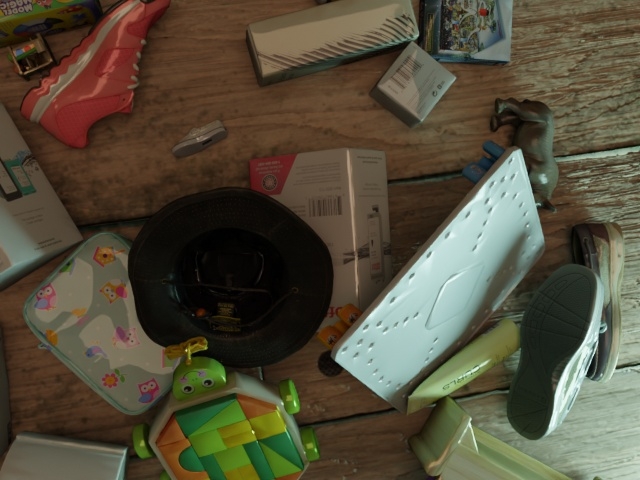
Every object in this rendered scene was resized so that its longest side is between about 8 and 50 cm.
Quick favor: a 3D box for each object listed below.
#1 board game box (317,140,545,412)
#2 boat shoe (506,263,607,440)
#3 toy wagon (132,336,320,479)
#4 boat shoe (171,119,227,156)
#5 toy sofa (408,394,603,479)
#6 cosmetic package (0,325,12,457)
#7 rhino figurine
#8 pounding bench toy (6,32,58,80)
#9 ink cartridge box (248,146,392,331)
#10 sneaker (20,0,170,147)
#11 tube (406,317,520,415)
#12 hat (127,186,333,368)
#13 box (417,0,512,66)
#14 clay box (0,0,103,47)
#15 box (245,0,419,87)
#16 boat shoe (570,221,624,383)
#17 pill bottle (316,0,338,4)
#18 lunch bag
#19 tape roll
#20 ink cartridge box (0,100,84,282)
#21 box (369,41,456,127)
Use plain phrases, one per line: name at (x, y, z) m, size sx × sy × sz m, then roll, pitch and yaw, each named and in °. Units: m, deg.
board game box at (0.195, 0.075, 1.245) m, size 0.050 × 0.390 × 0.390 m, roll 39°, pitch 85°, yaw 30°
boat shoe at (0.411, 0.189, 1.351) m, size 0.103 × 0.118 × 0.320 m, roll -6°, pitch 112°, yaw -43°
toy wagon at (-0.160, 0.301, 1.258) m, size 0.267 × 0.068 × 0.344 m, roll -18°, pitch 124°, yaw 2°
boat shoe at (-0.210, -0.177, 1.348) m, size 0.100 × 0.035 × 0.035 m, roll -27°, pitch 66°, yaw -2°
toy sofa at (0.328, 0.430, 1.352) m, size 0.363 × 0.150 × 0.177 m, roll 29°, pitch 92°, yaw -6°
cosmetic package at (-0.697, 0.257, 1.223) m, size 0.385 × 0.156 × 0.217 m, roll -6°, pitch 97°, yaw -5°
rhino figurine at (0.367, -0.133, 1.393) m, size 0.106 × 0.073 × 0.243 m, roll -6°, pitch 92°, yaw -4°
pounding bench toy at (-0.476, -0.301, 1.287) m, size 0.065 × 0.083 × 0.052 m, roll -25°, pitch 93°, yaw -7°
ink cartridge box at (0.000, 0.000, 1.281) m, size 0.207 × 0.117 × 0.282 m, roll -2°, pitch 92°, yaw 35°
sneaker at (-0.342, -0.282, 1.305) m, size 0.314 × 0.116 × 0.136 m, roll -45°, pitch 105°, yaw 2°
tube at (0.246, 0.223, 1.367) m, size 0.240 × 0.062 × 0.070 m, roll -31°, pitch 110°, yaw -15°
hat at (-0.130, 0.036, 1.198) m, size 0.331 × 0.134 × 0.331 m, roll 0°, pitch 126°, yaw 0°
box at (0.257, -0.432, 1.392) m, size 0.159 × 0.044 × 0.233 m, roll 3°, pitch 90°, yaw -7°
clay box at (-0.469, -0.363, 1.266) m, size 0.222 × 0.127 × 0.053 m, roll -17°, pitch 92°, yaw -6°
box at (0.017, -0.344, 1.333) m, size 0.275 × 0.113 × 0.094 m, roll -17°, pitch 93°, yaw -5°
boat shoe at (0.478, 0.107, 1.397) m, size 0.092 × 0.103 × 0.285 m, roll 4°, pitch 89°, yaw 1°
pill bottle at (0.076, -0.467, 1.342) m, size 0.184 × 0.103 × 0.103 m, roll -12°, pitch 92°, yaw -6°
lunch bag at (-0.333, 0.134, 1.294) m, size 0.224 × 0.108 × 0.279 m, roll -45°, pitch 95°, yaw -4°
tape roll at (-0.404, 0.428, 1.218) m, size 0.169 × 0.246 × 0.246 m, roll 10°, pitch 89°, yaw -7°
ink cartridge box at (-0.547, -0.054, 1.198) m, size 0.198 × 0.197 × 0.270 m, roll -30°, pitch 93°, yaw 17°
box at (0.157, -0.266, 1.360) m, size 0.102 × 0.087 × 0.101 m, roll 38°, pitch 86°, yaw -6°
